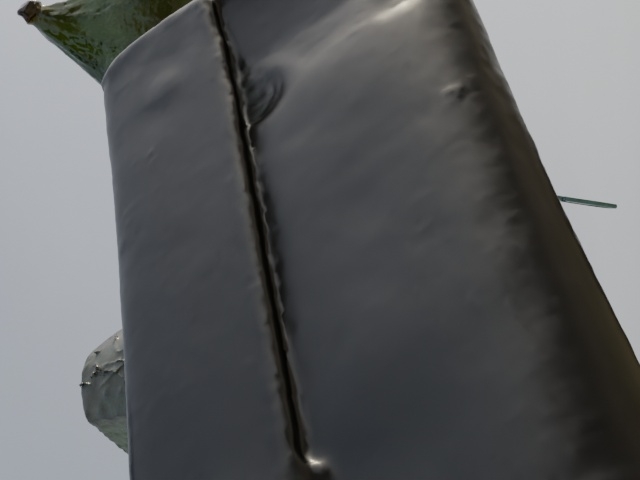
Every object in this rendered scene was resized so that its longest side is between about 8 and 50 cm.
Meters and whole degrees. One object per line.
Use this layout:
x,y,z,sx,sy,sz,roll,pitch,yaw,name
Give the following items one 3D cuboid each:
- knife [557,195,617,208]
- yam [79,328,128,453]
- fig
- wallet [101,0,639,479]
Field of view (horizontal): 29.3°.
0.206,-0.035,1.031,0.014,0.091,0.005,160,118,-80,knife
-0.133,0.171,1.433,0.202,0.271,0.201,49,-137,-29,yam
-0.168,-0.203,1.198,0.203,0.235,0.203,-5,-90,-89,fig
0.000,-0.001,0.576,0.062,0.228,0.406,51,-162,-41,wallet
